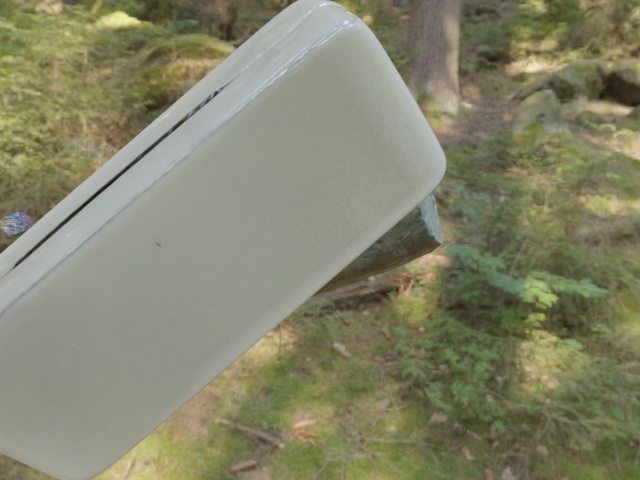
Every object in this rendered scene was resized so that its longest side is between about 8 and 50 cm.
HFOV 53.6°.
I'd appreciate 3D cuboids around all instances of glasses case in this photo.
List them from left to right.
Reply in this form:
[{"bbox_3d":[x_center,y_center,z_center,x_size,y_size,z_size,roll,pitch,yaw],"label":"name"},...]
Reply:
[{"bbox_3d":[-0.077,0.005,0.381,0.131,0.313,0.070,48,1,-37],"label":"glasses case"}]

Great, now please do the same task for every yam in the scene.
[{"bbox_3d":[0.000,0.000,0.775,0.330,0.133,0.133,-21,9,-3],"label":"yam"}]

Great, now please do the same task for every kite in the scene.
[{"bbox_3d":[-0.371,-0.026,0.745,0.078,0.002,0.044,21,42,12],"label":"kite"}]
